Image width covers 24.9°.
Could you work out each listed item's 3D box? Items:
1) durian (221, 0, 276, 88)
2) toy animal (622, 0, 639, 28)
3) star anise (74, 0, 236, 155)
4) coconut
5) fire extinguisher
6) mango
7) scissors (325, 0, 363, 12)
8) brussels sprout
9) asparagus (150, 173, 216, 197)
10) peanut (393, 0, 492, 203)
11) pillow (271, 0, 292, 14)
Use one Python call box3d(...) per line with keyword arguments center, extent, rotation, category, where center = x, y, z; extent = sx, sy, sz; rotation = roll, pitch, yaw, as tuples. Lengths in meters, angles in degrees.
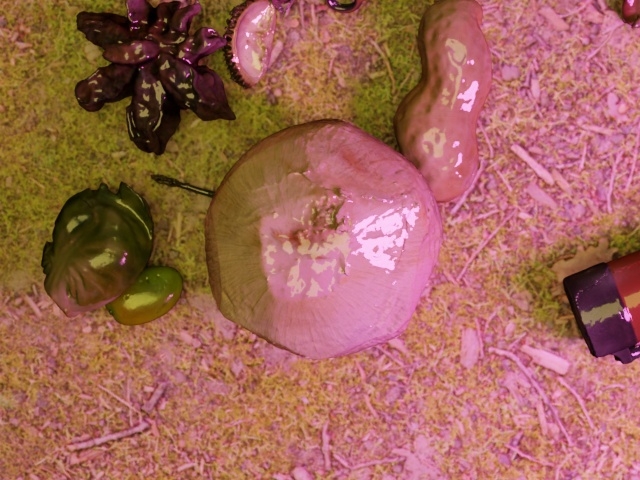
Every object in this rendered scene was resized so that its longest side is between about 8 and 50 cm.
box3d(center=(-0.095, -0.261, 1.867), extent=(0.066, 0.052, 0.130), rotation=(11, 92, 3), category="durian")
box3d(center=(0.447, -0.396, 1.803), extent=(0.170, 0.090, 0.255), rotation=(-9, 91, 8), category="toy animal")
box3d(center=(-0.226, -0.217, 1.847), extent=(0.220, 0.099, 0.214), rotation=(-9, 82, 19), category="star anise")
box3d(center=(0.000, 0.000, 1.762), extent=(0.297, 0.254, 0.297), rotation=(2, 108, 7), category="coconut")
box3d(center=(0.508, 0.052, 1.837), extent=(0.376, 0.113, 0.200), rotation=(-23, 135, 7), category="fire extinguisher")
box3d(center=(-0.230, 0.070, 1.899), extent=(0.108, 0.056, 0.073), rotation=(-27, 82, 2), category="mango")
box3d(center=(0.110, -0.325, 1.827), extent=(0.220, 0.017, 0.088), rotation=(2, 133, 14), category="scissors")
box3d(center=(-0.290, 0.011, 1.862), extent=(0.139, 0.100, 0.181), rotation=(38, 85, 27), category="brussels sprout")
box3d(center=(-0.145, -0.060, 1.906), extent=(0.166, 0.013, 0.016), rotation=(19, 85, 2), category="asparagus")
box3d(center=(0.159, -0.178, 1.831), extent=(0.117, 0.101, 0.263), rotation=(11, 95, -17), category="peanut")
box3d(center=(-0.051, -0.367, 1.814), extent=(0.118, 0.185, 0.043), rotation=(-41, 49, 5), category="pillow")
